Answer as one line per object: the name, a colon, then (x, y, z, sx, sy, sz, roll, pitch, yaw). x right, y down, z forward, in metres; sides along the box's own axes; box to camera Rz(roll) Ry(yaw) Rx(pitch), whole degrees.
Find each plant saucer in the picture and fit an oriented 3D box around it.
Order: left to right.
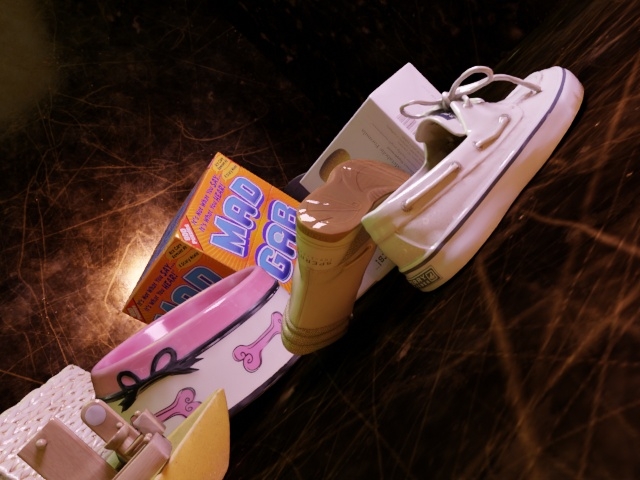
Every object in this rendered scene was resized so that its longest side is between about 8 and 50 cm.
plant saucer: (-0.239, 0.365, 0.561, 0.333, 0.081, 0.333, -45, 3, 18)

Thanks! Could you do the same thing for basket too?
basket: (-0.561, 0.499, 1.072, 0.328, 0.266, 0.331, -59, -4, 21)

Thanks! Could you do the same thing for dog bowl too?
dog bowl: (-0.214, 0.192, 0.898, 0.408, 0.150, 0.408, -31, 7, 4)

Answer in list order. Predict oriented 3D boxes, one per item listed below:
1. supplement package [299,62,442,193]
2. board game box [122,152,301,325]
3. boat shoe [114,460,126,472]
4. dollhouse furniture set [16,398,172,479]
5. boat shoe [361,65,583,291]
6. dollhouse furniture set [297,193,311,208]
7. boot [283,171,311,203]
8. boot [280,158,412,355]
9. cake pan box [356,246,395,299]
supplement package: (0.097, -0.143, 0.843, 0.134, 0.139, 0.244, -47, 2, -37)
board game box: (-0.257, 0.060, 1.398, 0.356, 0.356, 0.356, -45, 22, 37)
boat shoe: (-0.323, 0.423, 0.899, 0.257, 0.095, 0.095, -46, -3, 6)
dollhouse furniture set: (-0.256, 0.235, 0.553, 0.144, 0.123, 0.151, -47, 3, -14)
boat shoe: (0.166, -0.120, 0.593, 0.367, 0.156, 0.136, -48, 3, -22)
dollhouse furniture set: (0.000, 0.000, 1.136, 0.161, 0.182, 0.101, -47, 3, -23)
boot: (-0.014, -0.171, 1.634, 0.280, 0.096, 0.264, -42, -10, -47)
boot: (0.035, 0.014, 0.674, 0.262, 0.095, 0.203, -46, -28, -54)
cake pan box: (0.111, -0.012, 0.856, 0.267, 0.070, 0.246, -44, 5, 19)
